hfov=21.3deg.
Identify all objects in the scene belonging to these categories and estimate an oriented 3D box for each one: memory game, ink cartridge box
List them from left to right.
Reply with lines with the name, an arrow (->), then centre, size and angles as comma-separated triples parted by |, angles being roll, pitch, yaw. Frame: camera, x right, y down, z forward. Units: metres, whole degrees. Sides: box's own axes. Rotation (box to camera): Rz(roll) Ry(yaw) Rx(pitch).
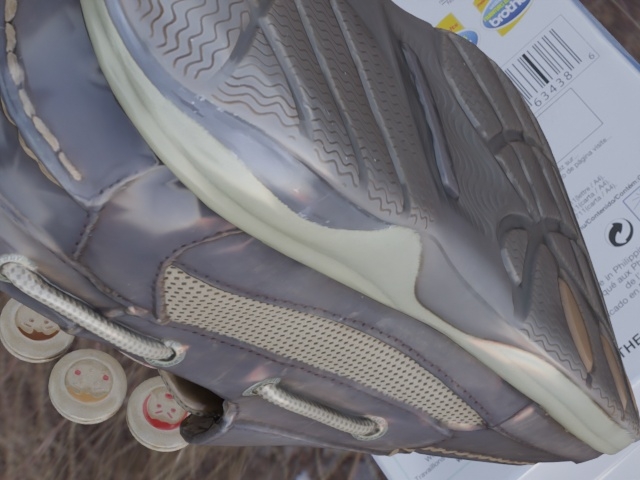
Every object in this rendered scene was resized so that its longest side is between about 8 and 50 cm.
memory game -> -0.069, 0.017, 0.833 | 0.186, 0.012, 0.186 | 5, 61, -10
ink cartridge box -> 0.096, -0.025, 1.080 | 0.270, 0.151, 0.395 | -41, 59, 7

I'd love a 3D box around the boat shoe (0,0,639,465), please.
boat shoe -> 0.000, 0.000, 0.553 | 0.130, 0.355, 0.132 | -22, 59, 20
